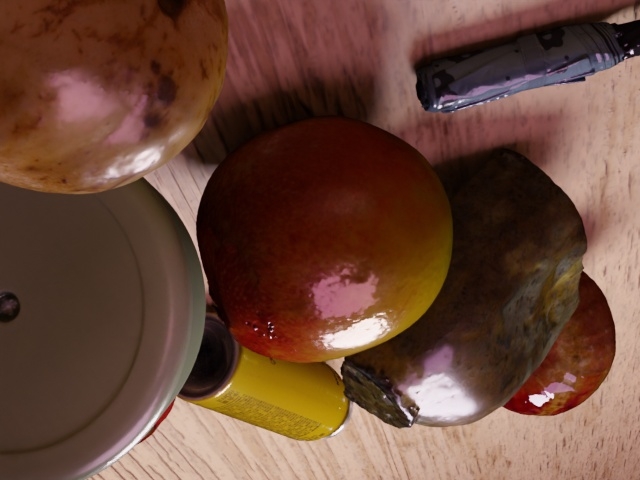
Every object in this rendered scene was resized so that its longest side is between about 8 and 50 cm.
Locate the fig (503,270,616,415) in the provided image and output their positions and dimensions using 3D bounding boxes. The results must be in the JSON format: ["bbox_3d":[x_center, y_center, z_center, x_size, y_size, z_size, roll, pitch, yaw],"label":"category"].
[{"bbox_3d":[0.262,0.111,1.766,0.205,0.205,0.205,-16,154,-8],"label":"fig"}]

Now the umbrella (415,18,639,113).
[{"bbox_3d":[0.207,-0.161,1.324,0.250,0.052,0.053,-15,153,-9],"label":"umbrella"}]

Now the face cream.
[{"bbox_3d":[-0.055,0.174,1.744,0.105,0.105,0.349,-28,153,17],"label":"face cream"}]

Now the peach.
[{"bbox_3d":[0.000,0.000,1.311,0.231,0.231,0.231,-16,154,-8],"label":"peach"}]

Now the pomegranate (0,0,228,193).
[{"bbox_3d":[-0.173,-0.135,0.959,0.215,0.215,0.215,-16,154,-8],"label":"pomegranate"}]

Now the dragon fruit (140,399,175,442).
[{"bbox_3d":[-0.230,0.139,1.480,0.172,0.172,0.209,-26,169,14],"label":"dragon fruit"}]

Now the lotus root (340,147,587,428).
[{"bbox_3d":[0.149,0.088,1.515,0.260,0.149,0.267,-43,154,-30],"label":"lotus root"}]

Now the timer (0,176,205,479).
[{"bbox_3d":[-0.216,0.054,1.269,0.291,0.290,0.315,-23,175,8],"label":"timer"}]
